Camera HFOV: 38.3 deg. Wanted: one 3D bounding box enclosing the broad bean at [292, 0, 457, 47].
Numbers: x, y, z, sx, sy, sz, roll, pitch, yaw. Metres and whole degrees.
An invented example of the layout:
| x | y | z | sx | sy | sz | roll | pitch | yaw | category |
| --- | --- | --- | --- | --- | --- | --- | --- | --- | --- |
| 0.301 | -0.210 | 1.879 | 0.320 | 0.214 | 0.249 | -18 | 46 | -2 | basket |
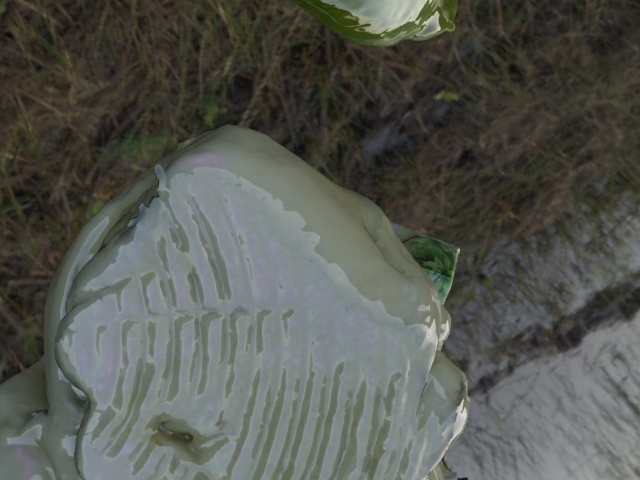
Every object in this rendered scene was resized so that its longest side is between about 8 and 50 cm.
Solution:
| x | y | z | sx | sy | sz | roll | pitch | yaw | category |
| --- | --- | --- | --- | --- | --- | --- | --- | --- | --- |
| 0.004 | -0.249 | 0.672 | 0.119 | 0.238 | 0.291 | -31 | 150 | 28 | broad bean |

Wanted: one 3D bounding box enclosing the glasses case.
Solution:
| x | y | z | sx | sy | sz | roll | pitch | yaw | category |
| --- | --- | --- | --- | --- | --- | --- | --- | --- | --- |
| 0.000 | 0.000 | 0.927 | 0.095 | 0.272 | 0.062 | -55 | 164 | -67 | glasses case |

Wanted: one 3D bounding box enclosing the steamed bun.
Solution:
| x | y | z | sx | sy | sz | roll | pitch | yaw | category |
| --- | --- | --- | --- | --- | --- | --- | --- | --- | --- |
| -0.047 | 0.106 | 0.550 | 0.206 | 0.275 | 0.320 | -78 | -167 | -84 | steamed bun |
